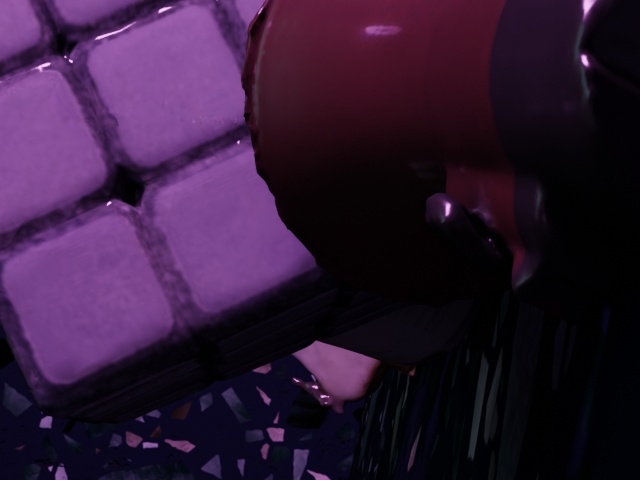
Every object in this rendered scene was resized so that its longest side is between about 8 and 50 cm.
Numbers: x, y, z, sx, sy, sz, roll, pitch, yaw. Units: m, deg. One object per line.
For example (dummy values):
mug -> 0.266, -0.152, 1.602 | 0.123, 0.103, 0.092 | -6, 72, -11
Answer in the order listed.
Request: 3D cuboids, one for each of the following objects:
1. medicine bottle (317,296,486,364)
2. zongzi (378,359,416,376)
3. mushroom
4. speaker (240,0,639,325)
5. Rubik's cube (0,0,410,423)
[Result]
medicine bottle -> 0.000, 0.000, 1.121 | 0.165, 0.273, 0.165 | -27, 53, 43
zongzi -> 0.119, 0.007, 1.419 | 0.204, 0.094, 0.205 | -55, -12, -49
mushroom -> 0.079, -0.035, 1.704 | 0.313, 0.224, 0.397 | -37, -28, -52
speaker -> 0.118, -0.084, 0.490 | 0.259, 0.198, 0.329 | -39, 9, -10
Rubik's cube -> -0.058, -0.101, 0.825 | 0.337, 0.343, 0.344 | 103, 142, -81
